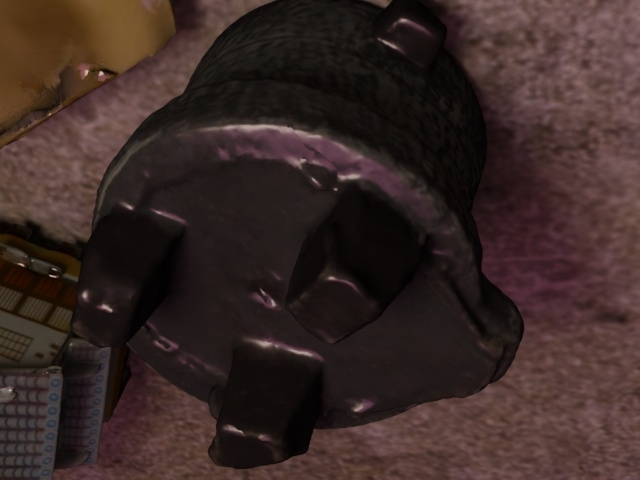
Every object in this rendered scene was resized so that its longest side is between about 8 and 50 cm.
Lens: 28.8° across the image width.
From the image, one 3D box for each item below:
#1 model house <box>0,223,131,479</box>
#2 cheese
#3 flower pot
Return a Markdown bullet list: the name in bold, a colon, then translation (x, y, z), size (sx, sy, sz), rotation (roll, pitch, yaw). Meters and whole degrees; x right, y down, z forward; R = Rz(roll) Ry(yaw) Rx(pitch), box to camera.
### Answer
- **model house**: translation (-0.280, 0.112, 1.094), size (0.198, 0.215, 0.224), rotation (18, 132, 1)
- **cheese**: translation (-0.279, -0.214, 0.890), size (0.259, 0.128, 0.316), rotation (-31, 120, 27)
- **flower pot**: translation (0.000, 0.000, 0.862), size (0.299, 0.283, 0.299), rotation (10, 130, 12)
